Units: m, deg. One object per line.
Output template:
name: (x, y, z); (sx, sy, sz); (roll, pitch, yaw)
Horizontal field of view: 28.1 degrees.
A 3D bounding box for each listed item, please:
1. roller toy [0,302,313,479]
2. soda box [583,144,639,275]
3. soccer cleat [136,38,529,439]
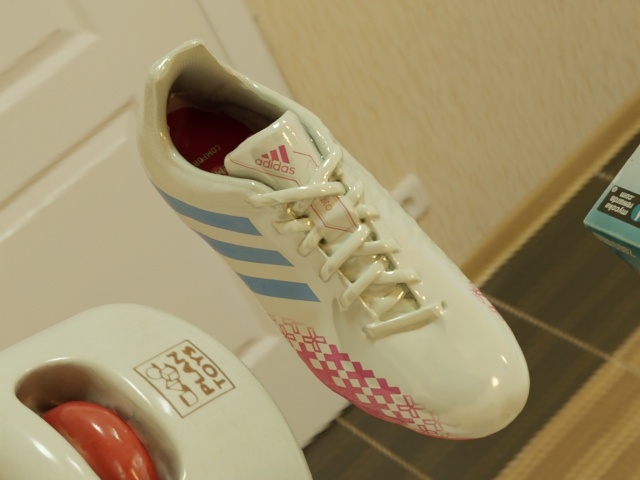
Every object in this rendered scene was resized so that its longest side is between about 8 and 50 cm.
roller toy: (-0.100, 0.134, 0.617); (0.209, 0.191, 0.146); (-6, 15, 44)
soda box: (0.146, 0.011, 0.296); (0.063, 0.058, 0.183); (-53, 29, -1)
soccer cleat: (0.000, 0.000, 0.829); (0.331, 0.143, 0.116); (40, 68, 14)
